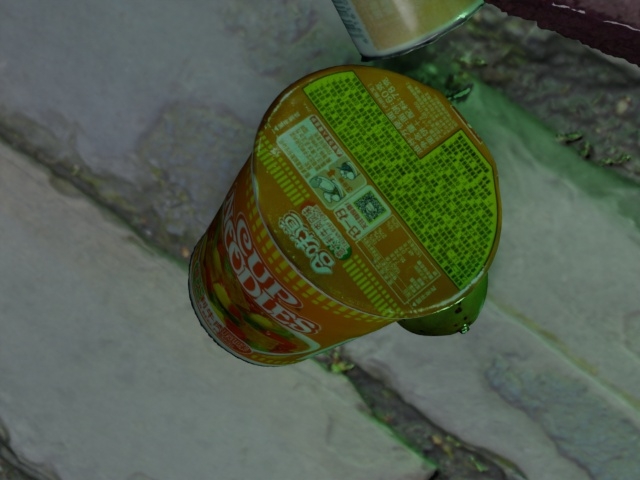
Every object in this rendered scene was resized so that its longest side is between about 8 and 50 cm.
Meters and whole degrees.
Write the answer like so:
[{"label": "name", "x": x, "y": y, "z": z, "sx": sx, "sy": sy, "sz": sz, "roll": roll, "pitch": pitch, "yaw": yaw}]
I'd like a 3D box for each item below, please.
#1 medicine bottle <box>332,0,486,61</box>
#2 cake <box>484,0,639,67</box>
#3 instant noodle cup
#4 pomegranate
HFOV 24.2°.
[{"label": "medicine bottle", "x": -0.032, "y": -0.306, "z": 0.837, "sx": 0.108, "sy": 0.108, "sz": 0.426, "roll": -19, "pitch": 114, "yaw": 23}, {"label": "cake", "x": 0.220, "y": -0.150, "z": 0.832, "sx": 0.295, "sy": 0.113, "sz": 0.115, "roll": 20, "pitch": 80, "yaw": 6}, {"label": "instant noodle cup", "x": 0.000, "y": 0.000, "z": 0.949, "sx": 0.168, "sy": 0.168, "sz": 0.185, "roll": 38, "pitch": 148, "yaw": -8}, {"label": "pomegranate", "x": 0.072, "y": 0.027, "z": 1.016, "sx": 0.084, "sy": 0.073, "sz": 0.073, "roll": 31, "pitch": 127, "yaw": 33}]
